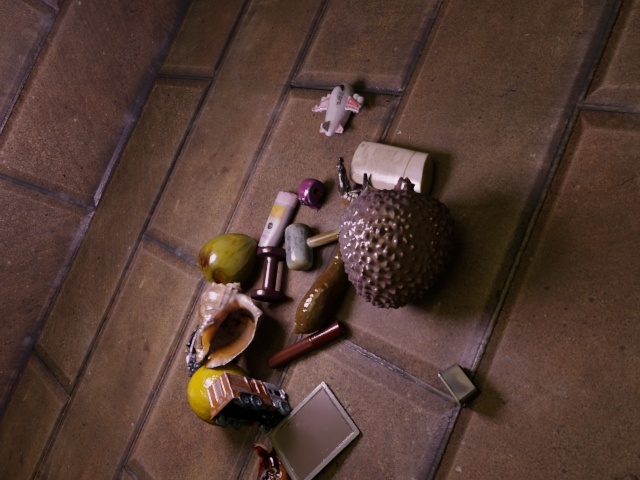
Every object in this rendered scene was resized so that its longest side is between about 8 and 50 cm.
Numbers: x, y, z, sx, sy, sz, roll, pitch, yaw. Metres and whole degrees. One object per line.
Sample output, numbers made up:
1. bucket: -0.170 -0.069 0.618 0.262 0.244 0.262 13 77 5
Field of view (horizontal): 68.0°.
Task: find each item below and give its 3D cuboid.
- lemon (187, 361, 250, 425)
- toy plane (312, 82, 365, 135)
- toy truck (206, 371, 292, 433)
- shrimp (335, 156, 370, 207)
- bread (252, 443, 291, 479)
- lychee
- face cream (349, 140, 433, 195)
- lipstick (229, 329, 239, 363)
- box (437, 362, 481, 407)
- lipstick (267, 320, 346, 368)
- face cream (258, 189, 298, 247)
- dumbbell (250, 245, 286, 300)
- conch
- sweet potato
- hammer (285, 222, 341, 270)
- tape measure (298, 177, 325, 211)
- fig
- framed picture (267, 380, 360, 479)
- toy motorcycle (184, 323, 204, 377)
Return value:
1. lemon: -0.405 0.588 1.864 0.219 0.240 0.240 22 87 33
2. toy plane: 0.073 -0.560 2.029 0.253 0.118 0.251 -14 63 30
3. toy truck: -0.257 0.582 1.722 0.136 0.305 0.162 -46 45 13
4. shrimp: 0.125 -0.225 1.849 0.150 0.051 0.217 -7 102 44
5. bread: -0.170 0.841 1.699 0.140 0.095 0.268 -24 44 14
6. lychee: 0.240 0.009 1.534 0.381 0.381 0.431 15 101 40
7. face cream: 0.270 -0.269 1.785 0.349 0.081 0.173 22 95 40
8. lipstick: -0.404 0.507 2.009 0.070 0.070 0.254 21 86 40
9. box: 0.416 0.428 1.414 0.069 0.084 0.122 -40 53 7
10. lipstick: -0.059 0.400 1.798 0.357 0.057 0.057 -32 56 25
11. face cream: -0.184 -0.086 2.070 0.108 0.073 0.269 19 84 32
12. dumbbell: -0.206 0.140 1.955 0.124 0.141 0.225 -28 52 61
13. conch: -0.359 0.340 1.900 0.298 0.210 0.351 8 78 26
14. sweet potato: 0.027 0.172 1.776 0.131 0.131 0.422 24 85 40
15. hammer: 0.000 0.000 1.890 0.306 0.113 0.201 -16 66 22
16. tape measure: -0.038 -0.194 1.972 0.074 0.118 0.125 16 80 38
17. fig: -0.390 0.082 2.075 0.271 0.239 0.239 -35 49 -14
18. framed picture: -0.028 0.680 1.667 0.296 0.019 0.232 -44 52 4
19. toy motorcycle: -0.503 0.440 2.060 0.188 0.143 0.326 128 161 -60
